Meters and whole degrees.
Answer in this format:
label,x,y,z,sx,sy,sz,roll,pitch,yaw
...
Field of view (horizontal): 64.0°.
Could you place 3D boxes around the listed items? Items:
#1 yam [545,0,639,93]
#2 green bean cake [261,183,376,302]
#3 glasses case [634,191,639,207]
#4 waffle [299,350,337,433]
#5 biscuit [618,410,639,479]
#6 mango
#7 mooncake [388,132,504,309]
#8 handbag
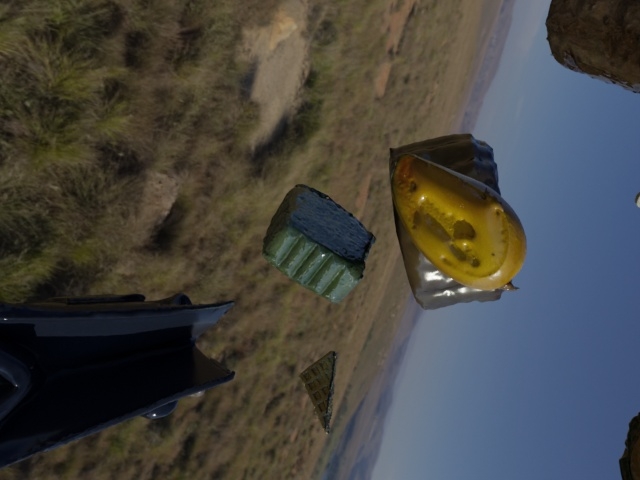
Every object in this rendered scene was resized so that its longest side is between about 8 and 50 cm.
label,x,y,z,sx,sy,sz,roll,pitch,yaw
yam,0.320,-0.152,0.394,0.130,0.279,0.131,-17,128,-24
green bean cake,0.000,0.000,1.087,0.125,0.222,0.227,-53,-170,33
glasses case,0.560,-0.069,0.838,0.021,0.083,0.032,-85,170,-53
waffle,0.019,0.307,1.049,0.097,0.153,0.023,-34,133,2
biscuit,0.537,0.315,0.625,0.344,0.057,0.288,-134,-124,-62
mango,0.144,-0.020,0.547,0.101,0.187,0.066,-52,162,22
mooncake,0.245,-0.039,0.966,0.324,0.186,0.325,-10,90,-75
handbag,-0.249,0.103,0.448,0.269,0.325,0.119,3,85,-53
